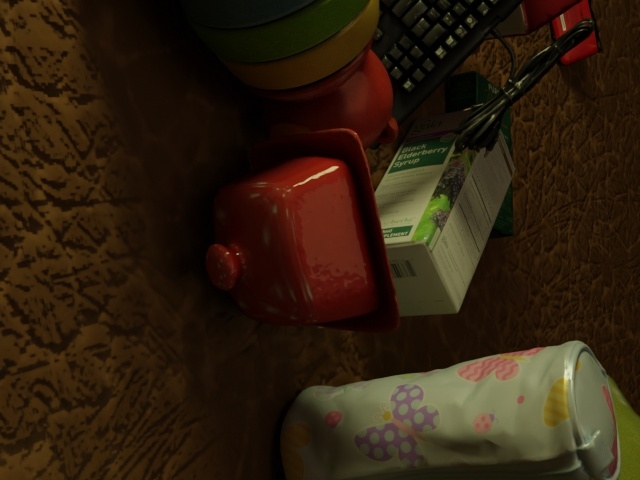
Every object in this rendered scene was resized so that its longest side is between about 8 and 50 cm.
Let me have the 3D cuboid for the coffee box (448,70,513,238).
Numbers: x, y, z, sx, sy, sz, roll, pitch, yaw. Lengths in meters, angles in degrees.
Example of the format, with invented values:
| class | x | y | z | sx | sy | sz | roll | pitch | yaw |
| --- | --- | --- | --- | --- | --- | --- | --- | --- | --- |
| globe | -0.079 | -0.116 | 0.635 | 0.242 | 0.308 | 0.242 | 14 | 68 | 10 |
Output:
| class | x | y | z | sx | sy | sz | roll | pitch | yaw |
| --- | --- | --- | --- | --- | --- | --- | --- | --- | --- |
| coffee box | 0.194 | -0.100 | 1.204 | 0.113 | 0.040 | 0.184 | 14 | 73 | -56 |

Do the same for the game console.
| class | x | y | z | sx | sy | sz | roll | pitch | yaw |
| --- | --- | --- | --- | --- | --- | --- | --- | --- | --- |
| game console | 0.385 | -0.358 | 1.571 | 0.124 | 0.085 | 0.144 | -25 | 108 | -24 |

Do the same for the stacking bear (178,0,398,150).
| class | x | y | z | sx | sy | sz | roll | pitch | yaw |
| --- | --- | --- | --- | --- | --- | --- | --- | --- | --- |
| stacking bear | -0.025 | -0.177 | 0.782 | 0.164 | 0.175 | 0.289 | -64 | 145 | -31 |

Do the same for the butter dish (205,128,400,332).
| class | x | y | z | sx | sy | sz | roll | pitch | yaw |
| --- | --- | --- | --- | --- | --- | --- | --- | --- | --- |
| butter dish | -0.033 | 0.006 | 0.761 | 0.118 | 0.160 | 0.159 | -20 | 102 | -34 |

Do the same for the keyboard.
| class | x | y | z | sx | sy | sz | roll | pitch | yaw |
| --- | --- | --- | --- | --- | --- | --- | --- | --- | --- |
| keyboard | 0.145 | -0.205 | 0.905 | 0.201 | 0.317 | 0.033 | 42 | 8 | -14 |

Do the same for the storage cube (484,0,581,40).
| class | x | y | z | sx | sy | sz | roll | pitch | yaw |
| --- | --- | --- | --- | --- | --- | --- | --- | --- | --- |
| storage cube | 0.142 | -0.305 | 1.027 | 0.193 | 0.184 | 0.215 | -38 | 117 | -52 |

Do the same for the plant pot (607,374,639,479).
| class | x | y | z | sx | sy | sz | roll | pitch | yaw |
| --- | --- | --- | --- | --- | --- | --- | --- | --- | --- |
| plant pot | 0.234 | 0.318 | 0.891 | 0.366 | 0.366 | 0.353 | 38 | 24 | -48 |

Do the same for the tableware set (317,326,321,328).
| class | x | y | z | sx | sy | sz | roll | pitch | yaw |
| --- | --- | --- | --- | --- | --- | --- | --- | --- | --- |
| tableware set | 0.000 | 0.000 | 0.905 | 0.104 | 0.024 | 0.154 | -19 | 99 | -60 |

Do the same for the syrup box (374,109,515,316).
| class | x | y | z | sx | sy | sz | roll | pitch | yaw |
| --- | --- | --- | --- | --- | --- | --- | --- | --- | --- |
| syrup box | 0.118 | -0.034 | 1.025 | 0.096 | 0.093 | 0.237 | 61 | 39 | -30 |

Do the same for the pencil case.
| class | x | y | z | sx | sy | sz | roll | pitch | yaw |
| --- | --- | --- | --- | --- | --- | --- | --- | --- | --- |
| pencil case | 0.101 | 0.158 | 0.809 | 0.124 | 0.273 | 0.113 | -36 | 109 | -61 |
